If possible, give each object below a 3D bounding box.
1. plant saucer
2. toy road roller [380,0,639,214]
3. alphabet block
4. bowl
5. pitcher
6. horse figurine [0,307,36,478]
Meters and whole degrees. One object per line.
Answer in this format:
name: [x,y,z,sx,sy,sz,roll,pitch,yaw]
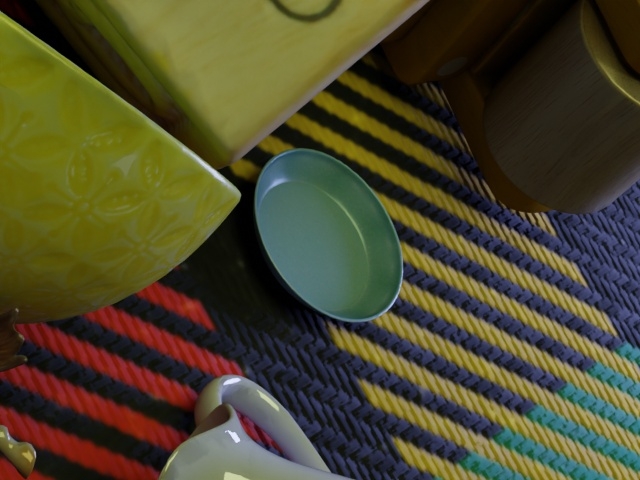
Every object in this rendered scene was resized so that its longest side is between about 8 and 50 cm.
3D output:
plant saucer: [0.000,0.000,1.243,0.119,0.021,0.119,24,50,-33]
toy road roller: [0.095,-0.177,1.326,0.241,0.202,0.329,-12,68,-35]
alphabet block: [-0.049,-0.169,1.120,0.197,0.193,0.192,-41,95,-10]
bowl: [-0.198,-0.041,0.953,0.289,0.289,0.156,35,88,-23]
pitcher: [0.002,0.166,1.076,0.207,0.125,0.178,37,28,-5]
horse figurine: [-0.222,0.138,0.868,0.174,0.066,0.263,25,76,-22]
